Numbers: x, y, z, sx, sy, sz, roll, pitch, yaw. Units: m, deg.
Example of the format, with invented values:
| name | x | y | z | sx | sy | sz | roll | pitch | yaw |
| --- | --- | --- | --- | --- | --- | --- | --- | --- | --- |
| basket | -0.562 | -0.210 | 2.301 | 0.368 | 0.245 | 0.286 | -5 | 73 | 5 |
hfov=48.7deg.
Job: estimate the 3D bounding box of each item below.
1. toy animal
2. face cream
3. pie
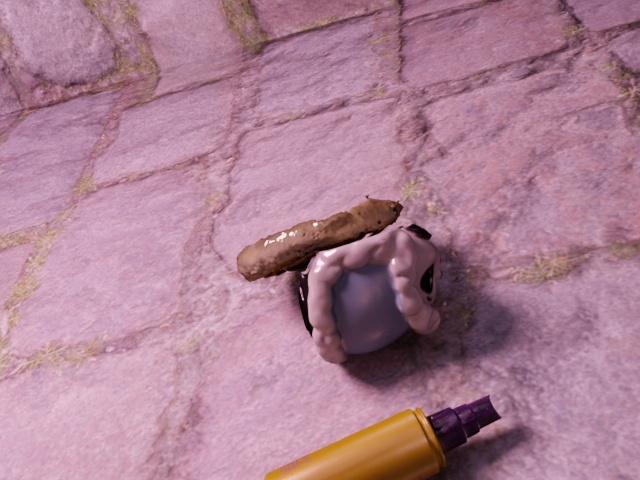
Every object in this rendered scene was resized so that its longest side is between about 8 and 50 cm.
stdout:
| name | x | y | z | sx | sy | sz | roll | pitch | yaw |
| --- | --- | --- | --- | --- | --- | --- | --- | --- | --- |
| toy animal | 0.071 | 0.072 | 0.958 | 0.204 | 0.156 | 0.208 | -16 | -3 | 1 |
| face cream | 0.075 | 0.243 | 0.795 | 0.273 | 0.078 | 0.078 | -24 | 35 | -5 |
| pie | 0.000 | 0.000 | 1.065 | 0.274 | 0.055 | 0.274 | -20 | -7 | -2 |
